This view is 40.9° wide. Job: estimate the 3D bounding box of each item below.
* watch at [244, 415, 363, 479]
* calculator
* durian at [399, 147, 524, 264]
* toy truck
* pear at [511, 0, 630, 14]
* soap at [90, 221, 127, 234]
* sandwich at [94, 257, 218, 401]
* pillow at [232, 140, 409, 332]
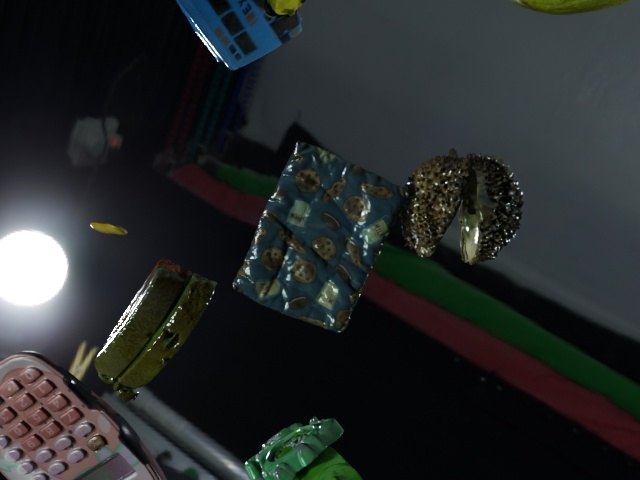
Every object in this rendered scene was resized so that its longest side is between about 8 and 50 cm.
[{"bbox_3d":[-0.003,0.338,1.209,0.131,0.165,0.152,-38,-85,-29],"label":"watch"},{"bbox_3d":[-0.375,0.292,1.239,0.330,0.220,0.048,50,-156,-16],"label":"calculator"},{"bbox_3d":[0.211,-0.059,1.312,0.196,0.167,0.196,9,-118,-17],"label":"durian"},{"bbox_3d":[-0.145,-0.389,1.156,0.161,0.162,0.385,59,-177,21],"label":"toy truck"},{"bbox_3d":[0.270,-0.371,0.814,0.269,0.321,0.269,40,-179,-1],"label":"pear"},{"bbox_3d":[-0.325,-0.019,1.317,0.034,0.012,0.089,30,164,-37],"label":"soap"},{"bbox_3d":[-0.304,0.137,1.574,0.109,0.292,0.212,32,-142,-20],"label":"sandwich"},{"bbox_3d":[-0.002,0.001,1.267,0.188,0.256,0.034,23,-165,-10],"label":"pillow"}]
